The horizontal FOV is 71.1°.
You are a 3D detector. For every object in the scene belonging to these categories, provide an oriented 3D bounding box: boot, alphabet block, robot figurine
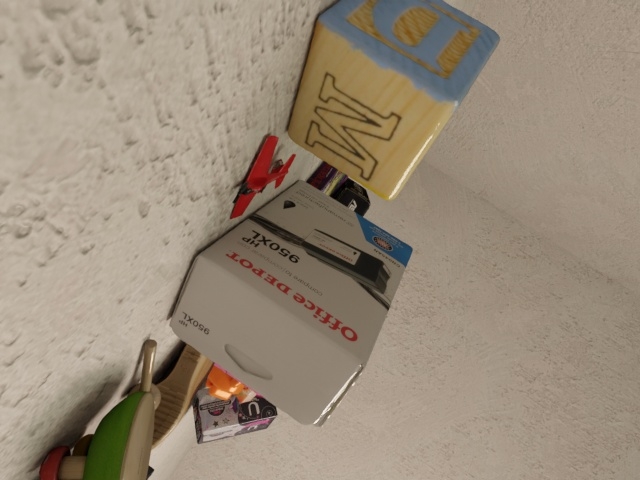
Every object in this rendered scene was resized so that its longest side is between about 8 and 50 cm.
[{"bbox_3d":[-0.283,0.308,0.889,0.248,0.090,0.207,-58,174,-26],"label":"boot"},{"bbox_3d":[0.094,-0.212,0.625,0.192,0.193,0.197,-52,173,-34],"label":"alphabet block"},{"bbox_3d":[-0.258,0.376,1.364,0.219,0.128,0.158,-57,174,-1],"label":"robot figurine"}]

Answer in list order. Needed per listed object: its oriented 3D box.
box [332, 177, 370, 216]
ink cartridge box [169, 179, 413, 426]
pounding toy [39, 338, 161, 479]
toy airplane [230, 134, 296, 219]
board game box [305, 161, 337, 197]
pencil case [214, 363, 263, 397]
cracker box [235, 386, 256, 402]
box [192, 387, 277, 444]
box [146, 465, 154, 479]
[{"bbox_3d":[0.000,0.000,1.375,0.395,0.097,0.318,-55,-173,13],"label":"box"},{"bbox_3d":[-0.022,0.077,0.802,0.166,0.285,0.395,-61,174,31],"label":"ink cartridge box"},{"bbox_3d":[-0.302,0.279,0.623,0.237,0.110,0.183,-94,-166,-46],"label":"pounding toy"},{"bbox_3d":[-0.081,-0.090,0.657,0.151,0.028,0.151,-55,176,-6],"label":"toy airplane"},{"bbox_3d":[0.033,-0.171,1.176,0.347,0.056,0.208,-53,170,-32],"label":"board game box"},{"bbox_3d":[-0.187,0.302,1.115,0.095,0.209,0.098,-60,159,0],"label":"pencil case"},{"bbox_3d":[-0.210,0.384,1.451,0.232,0.156,0.067,-47,157,5],"label":"cracker box"},{"bbox_3d":[-0.291,0.574,1.510,0.247,0.142,0.163,-4,146,-25],"label":"box"},{"bbox_3d":[-0.383,0.434,0.662,0.184,0.103,0.261,-53,174,-8],"label":"box"}]
